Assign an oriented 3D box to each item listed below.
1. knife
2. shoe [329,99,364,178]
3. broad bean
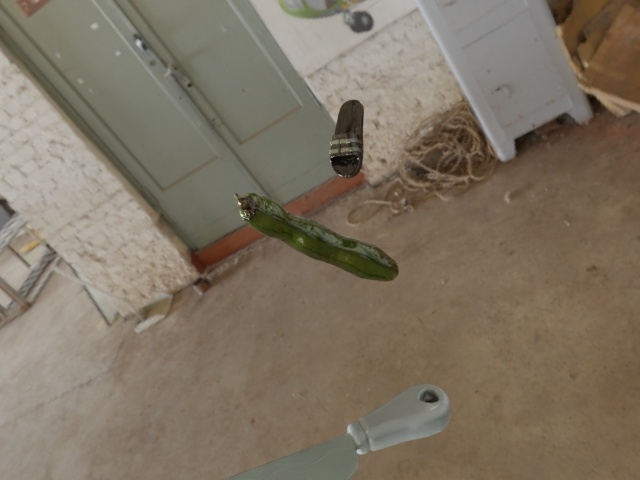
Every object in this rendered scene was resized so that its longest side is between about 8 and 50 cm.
[{"bbox_3d":[0.023,0.266,0.768,0.331,0.044,0.080,-19,32,-19],"label":"knife"},{"bbox_3d":[0.050,-0.215,1.261,0.071,0.049,0.179,-3,70,28],"label":"shoe"},{"bbox_3d":[-0.003,0.000,0.737,0.065,0.254,0.047,-2,68,56],"label":"broad bean"}]
